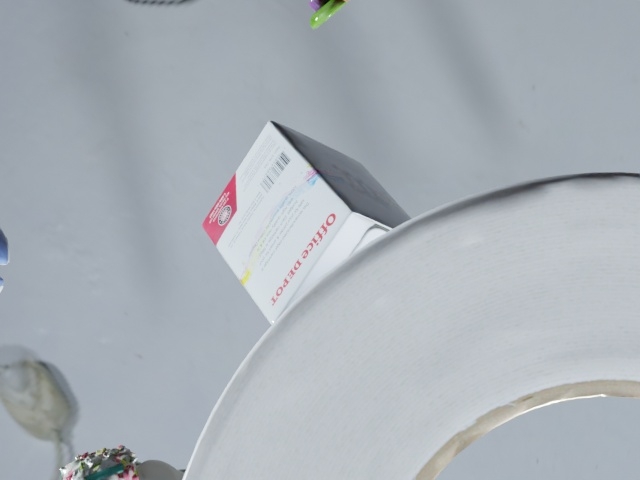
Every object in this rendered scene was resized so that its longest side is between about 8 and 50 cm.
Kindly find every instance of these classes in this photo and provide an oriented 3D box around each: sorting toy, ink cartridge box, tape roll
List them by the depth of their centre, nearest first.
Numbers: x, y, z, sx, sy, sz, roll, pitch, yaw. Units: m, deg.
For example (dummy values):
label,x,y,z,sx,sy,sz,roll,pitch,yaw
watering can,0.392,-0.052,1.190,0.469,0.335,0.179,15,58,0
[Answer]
label,x,y,z,sx,sy,sz,roll,pitch,yaw
tape roll,0.125,0.162,0.601,0.392,0.072,0.392,0,86,2
ink cartridge box,0.000,0.000,1.260,0.128,0.127,0.176,-55,40,14
sorting toy,0.017,-0.260,1.394,0.042,0.102,0.061,50,47,-7

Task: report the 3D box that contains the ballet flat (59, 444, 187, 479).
label,x,y,z,sx,sy,sz,roll,pitch,yaw
ballet flat,-0.140,0.225,1.175,0.077,0.241,0.091,-27,70,8

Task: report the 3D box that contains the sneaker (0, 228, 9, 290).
label,x,y,z,sx,sy,sz,roll,pitch,yaw
sneaker,-0.307,0.058,0.829,0.127,0.182,0.316,0,55,16
